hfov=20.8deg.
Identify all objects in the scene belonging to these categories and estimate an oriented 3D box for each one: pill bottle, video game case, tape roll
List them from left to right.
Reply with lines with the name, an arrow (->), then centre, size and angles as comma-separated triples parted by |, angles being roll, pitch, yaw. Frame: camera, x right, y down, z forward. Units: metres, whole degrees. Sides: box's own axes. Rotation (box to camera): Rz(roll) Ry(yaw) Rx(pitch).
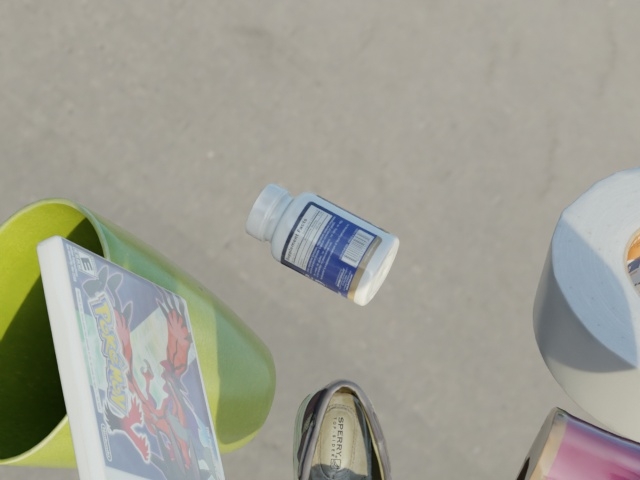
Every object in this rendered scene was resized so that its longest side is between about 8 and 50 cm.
video game case -> -0.129, 0.111, 1.256 | 0.183, 0.023, 0.201 | 33, 38, -59
pill bottle -> 0.000, 0.000, 1.470 | 0.120, 0.067, 0.067 | 28, 31, 11
tape roll -> 0.265, 0.046, 1.240 | 0.219, 0.072, 0.219 | 4, 46, -5

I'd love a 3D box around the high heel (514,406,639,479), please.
high heel -> 0.145, 0.282, 0.985 | 0.181, 0.377, 0.127 | 22, 26, 3

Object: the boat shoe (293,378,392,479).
boat shoe -> 0.020, 0.258, 1.515 | 0.102, 0.092, 0.285 | -1, 73, 0

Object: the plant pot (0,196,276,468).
plant pot -> -0.197, 0.127, 1.839 | 0.293, 0.275, 0.275 | 21, 38, -42
